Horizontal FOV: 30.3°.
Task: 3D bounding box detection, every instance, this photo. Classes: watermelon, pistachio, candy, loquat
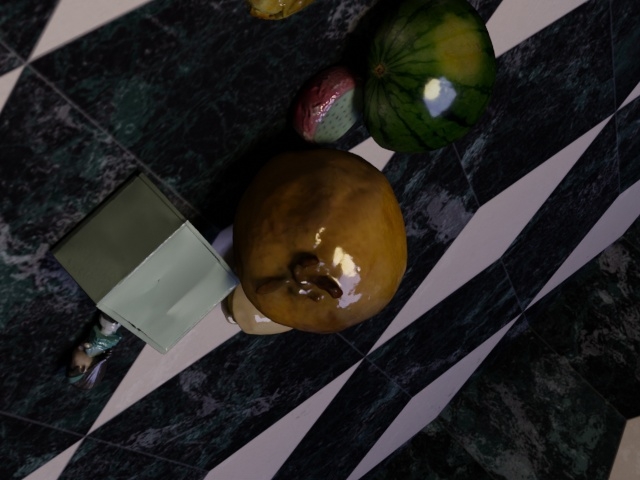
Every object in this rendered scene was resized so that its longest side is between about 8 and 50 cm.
[{"bbox_3d":[0.142,-0.194,1.403,0.232,0.127,0.204,14,97,-64],"label":"watermelon"},{"bbox_3d":[-0.044,0.039,1.554,0.200,0.117,0.145,-28,119,-11],"label":"pistachio"},{"bbox_3d":[0.011,-0.157,1.387,0.103,0.043,0.103,-39,157,-20],"label":"candy"},{"bbox_3d":[0.000,0.000,1.402,0.193,0.238,0.238,-4,169,20],"label":"loquat"}]

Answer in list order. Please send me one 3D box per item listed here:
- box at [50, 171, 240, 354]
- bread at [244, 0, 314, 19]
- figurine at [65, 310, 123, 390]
[{"bbox_3d":[-0.187,0.031,1.317,0.129,0.086,0.225,-43,158,-5],"label":"box"},{"bbox_3d":[0.070,-0.325,1.149,0.367,0.077,0.084,-38,156,-19],"label":"bread"},{"bbox_3d":[-0.268,0.130,1.412,0.106,0.047,0.060,-59,-169,16],"label":"figurine"}]
